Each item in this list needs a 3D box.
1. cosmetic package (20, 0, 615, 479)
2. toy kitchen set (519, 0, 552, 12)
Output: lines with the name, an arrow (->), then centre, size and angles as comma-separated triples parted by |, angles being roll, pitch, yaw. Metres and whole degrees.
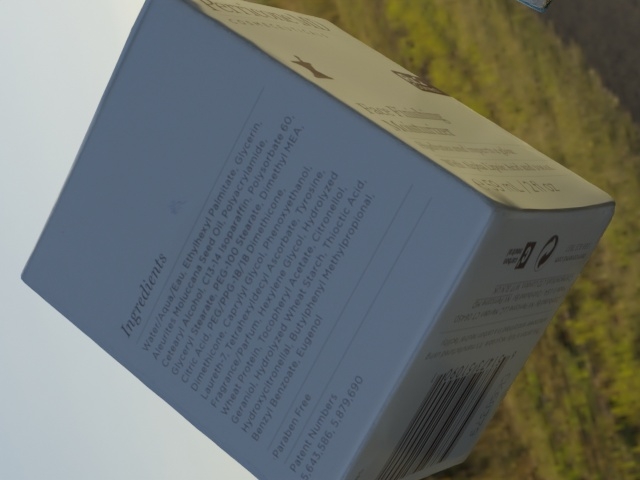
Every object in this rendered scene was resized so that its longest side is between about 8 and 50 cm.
cosmetic package -> 0.000, 0.000, 0.597 | 0.183, 0.151, 0.151 | 36, -162, 23
toy kitchen set -> 0.236, -0.167, 1.055 | 0.122, 0.207, 0.166 | -55, -13, -28
